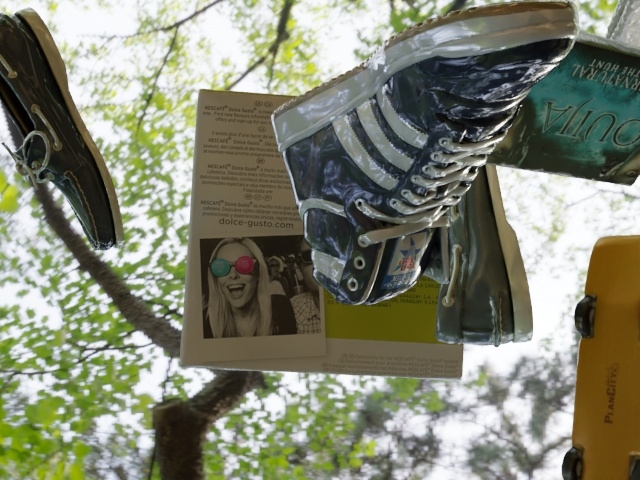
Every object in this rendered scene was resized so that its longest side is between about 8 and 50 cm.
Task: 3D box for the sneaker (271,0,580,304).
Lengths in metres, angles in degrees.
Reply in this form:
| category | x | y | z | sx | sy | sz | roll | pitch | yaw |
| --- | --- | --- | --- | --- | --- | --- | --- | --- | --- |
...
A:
| category | x | y | z | sx | sy | sz | roll | pitch | yaw |
| --- | --- | --- | --- | --- | --- | --- | --- | --- | --- |
| sneaker | 0.068 | -0.044 | 0.623 | 0.099 | 0.282 | 0.153 | -9 | -94 | -31 |

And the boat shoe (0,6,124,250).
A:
| category | x | y | z | sx | sy | sz | roll | pitch | yaw |
| --- | --- | --- | --- | --- | --- | --- | --- | --- | --- |
| boat shoe | -0.268 | -0.100 | 0.956 | 0.079 | 0.095 | 0.255 | -26 | -80 | -27 |

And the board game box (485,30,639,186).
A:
| category | x | y | z | sx | sy | sz | roll | pitch | yaw |
| --- | --- | --- | --- | --- | --- | --- | --- | --- | --- |
| board game box | 0.226 | -0.108 | 0.821 | 0.186 | 0.126 | 0.026 | 5 | -140 | -29 |

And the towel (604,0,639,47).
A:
| category | x | y | z | sx | sy | sz | roll | pitch | yaw |
| --- | --- | --- | --- | --- | --- | --- | --- | --- | --- |
| towel | 0.554 | -0.350 | 1.567 | 0.187 | 0.282 | 0.049 | -7 | -107 | 2 |

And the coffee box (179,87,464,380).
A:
| category | x | y | z | sx | sy | sz | roll | pitch | yaw |
| --- | --- | --- | --- | --- | --- | --- | --- | --- | --- |
| coffee box | 0.000 | 0.000 | 1.299 | 0.338 | 0.337 | 0.335 | 3 | -93 | -5 |

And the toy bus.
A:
| category | x | y | z | sx | sy | sz | roll | pitch | yaw |
| --- | --- | --- | --- | --- | --- | --- | --- | --- | --- |
| toy bus | 0.374 | 0.160 | 1.151 | 0.130 | 0.108 | 0.333 | 12 | -98 | -40 |

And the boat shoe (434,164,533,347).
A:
| category | x | y | z | sx | sy | sz | roll | pitch | yaw |
| --- | --- | --- | --- | --- | --- | --- | --- | --- | --- |
| boat shoe | 0.135 | -0.035 | 0.999 | 0.099 | 0.116 | 0.320 | -11 | -123 | 3 |
